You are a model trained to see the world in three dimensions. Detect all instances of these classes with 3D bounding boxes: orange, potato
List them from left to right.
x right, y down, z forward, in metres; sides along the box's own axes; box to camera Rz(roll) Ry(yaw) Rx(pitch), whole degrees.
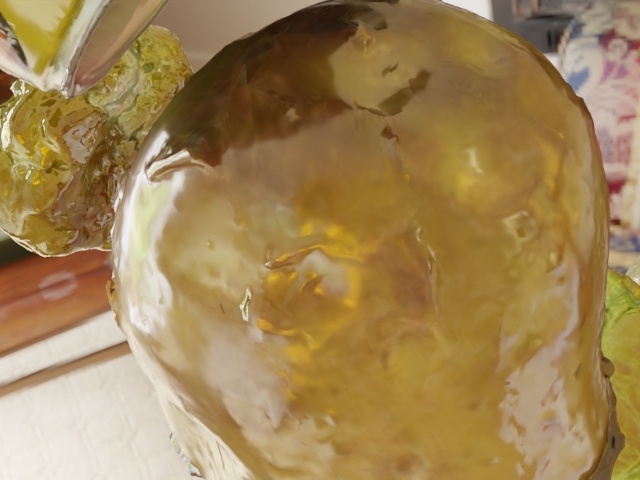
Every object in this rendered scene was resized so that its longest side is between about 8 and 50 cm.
[{"bbox_3d":[0.000,0.000,0.646,0.289,0.237,0.301,-34,43,0],"label":"potato"},{"bbox_3d":[0.181,0.094,1.001,0.179,0.237,0.158,-56,13,-10],"label":"orange"}]

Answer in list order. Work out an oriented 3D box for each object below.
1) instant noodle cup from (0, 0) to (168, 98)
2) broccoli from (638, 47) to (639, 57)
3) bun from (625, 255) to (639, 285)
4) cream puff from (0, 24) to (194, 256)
[{"bbox_3d":[-0.145,-0.235,0.557,0.254,0.325,0.325,36,43,-6],"label":"instant noodle cup"},{"bbox_3d":[0.316,-0.217,0.897,0.270,0.270,0.270,7,53,-10],"label":"broccoli"},{"bbox_3d":[0.468,0.054,1.572,0.193,0.178,0.128,-34,54,6],"label":"bun"},{"bbox_3d":[-0.262,-0.120,1.348,0.185,0.282,0.282,31,53,31],"label":"cream puff"}]
